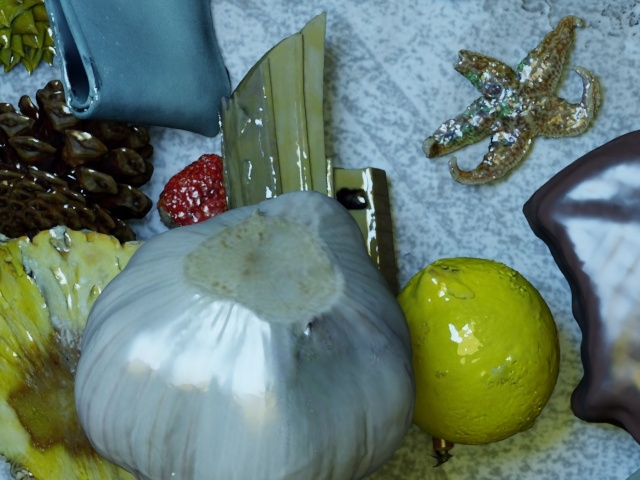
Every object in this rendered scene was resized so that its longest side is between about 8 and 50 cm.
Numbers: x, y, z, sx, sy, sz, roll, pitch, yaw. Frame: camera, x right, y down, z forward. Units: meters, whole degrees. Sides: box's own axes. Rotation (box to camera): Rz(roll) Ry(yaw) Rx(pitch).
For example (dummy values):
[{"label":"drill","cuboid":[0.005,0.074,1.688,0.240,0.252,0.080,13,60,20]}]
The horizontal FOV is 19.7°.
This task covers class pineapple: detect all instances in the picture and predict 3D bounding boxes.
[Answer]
[{"label":"pineapple","cuboid":[-0.212,0.134,1.836,0.209,0.286,0.344,-26,92,-33]}]

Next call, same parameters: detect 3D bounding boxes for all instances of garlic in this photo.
[{"label":"garlic","cuboid":[-0.057,0.111,1.616,0.317,0.317,0.259,27,129,10]}]

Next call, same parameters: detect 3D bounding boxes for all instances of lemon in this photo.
[{"label":"lemon","cuboid":[0.141,0.101,1.745,0.173,0.206,0.173,-14,42,13]}]

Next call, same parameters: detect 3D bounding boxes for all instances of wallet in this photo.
[{"label":"wallet","cuboid":[-0.192,-0.248,1.815,0.054,0.251,0.290,-16,83,28]}]

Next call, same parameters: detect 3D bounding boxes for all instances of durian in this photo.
[{"label":"durian","cuboid":[-0.294,-0.291,1.883,0.153,0.186,0.261,19,101,16]}]

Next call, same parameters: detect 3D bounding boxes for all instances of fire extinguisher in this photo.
[{"label":"fire extinguisher","cuboid":[0.118,0.184,1.836,0.028,0.022,0.083,-1,84,-25]}]

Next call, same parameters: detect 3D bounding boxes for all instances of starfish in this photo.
[{"label":"starfish","cuboid":[0.196,-0.142,1.852,0.150,0.053,0.210,35,87,-2]}]

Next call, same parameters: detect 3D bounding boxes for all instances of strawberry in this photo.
[{"label":"strawberry","cuboid":[-0.122,-0.043,1.871,0.083,0.083,0.096,18,81,10]}]

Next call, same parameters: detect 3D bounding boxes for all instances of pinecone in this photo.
[{"label":"pinecone","cuboid":[-0.257,-0.072,1.842,0.207,0.208,0.208,-1,85,9]}]

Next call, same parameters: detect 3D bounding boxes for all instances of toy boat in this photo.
[{"label":"toy boat","cuboid":[0.000,0.000,1.816,0.162,0.136,0.446,-6,84,-18]}]

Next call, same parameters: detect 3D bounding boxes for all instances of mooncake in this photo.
[{"label":"mooncake","cuboid":[0.342,0.039,1.744,0.333,0.174,0.326,21,91,9]}]

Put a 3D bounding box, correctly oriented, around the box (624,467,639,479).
[{"label":"box","cuboid":[0.434,0.315,1.653,0.396,0.111,0.396,-40,112,3]}]
